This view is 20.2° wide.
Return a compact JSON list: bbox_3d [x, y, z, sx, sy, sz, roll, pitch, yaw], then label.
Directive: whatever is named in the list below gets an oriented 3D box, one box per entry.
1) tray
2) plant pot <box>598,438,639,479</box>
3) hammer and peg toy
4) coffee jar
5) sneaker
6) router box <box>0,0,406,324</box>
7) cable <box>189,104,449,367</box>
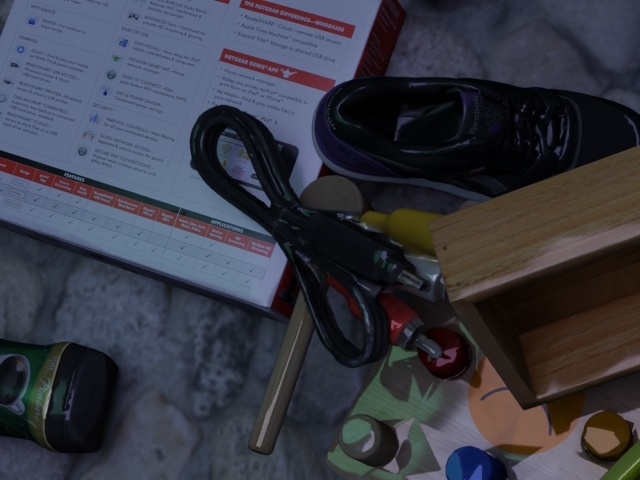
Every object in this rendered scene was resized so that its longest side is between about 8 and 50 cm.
[{"bbox_3d":[0.300,-0.013,1.245,0.411,0.203,0.076,-19,59,12],"label":"tray"},{"bbox_3d":[0.352,0.237,1.288,0.227,0.207,0.228,-41,37,-5],"label":"plant pot"},{"bbox_3d":[0.118,0.111,1.455,0.361,0.127,0.266,26,85,22],"label":"hammer and peg toy"},{"bbox_3d":[-0.273,0.131,1.579,0.184,0.079,0.096,7,72,17],"label":"coffee jar"},{"bbox_3d":[0.138,-0.081,1.461,0.283,0.124,0.107,2,85,-6],"label":"sneaker"},{"bbox_3d":[-0.131,-0.119,1.597,0.335,0.082,0.301,18,83,18],"label":"router box"},{"bbox_3d":[0.000,0.000,1.438,0.287,0.072,0.139,32,105,35],"label":"cable"}]
